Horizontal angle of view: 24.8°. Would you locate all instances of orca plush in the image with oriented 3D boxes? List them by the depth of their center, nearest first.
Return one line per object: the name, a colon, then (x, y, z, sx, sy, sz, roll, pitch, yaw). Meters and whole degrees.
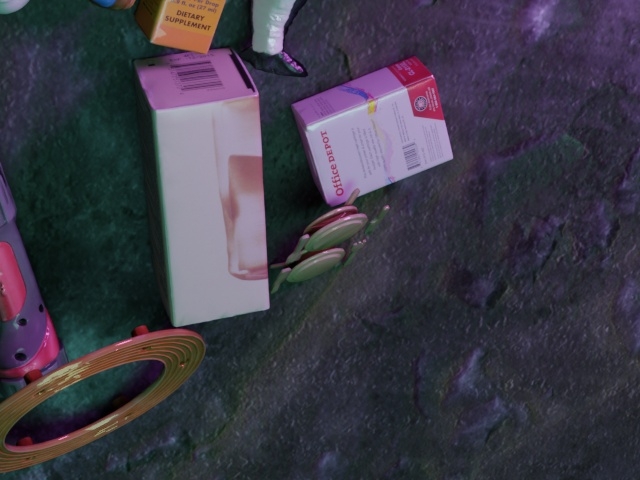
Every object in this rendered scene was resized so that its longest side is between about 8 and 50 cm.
orca plush: (-0.009, -0.327, 1.681, 0.102, 0.151, 0.287, -26, 129, -43)

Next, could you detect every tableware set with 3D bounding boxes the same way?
tableware set: (0.000, 0.000, 1.866, 0.128, 0.039, 0.194, -20, 163, -23)

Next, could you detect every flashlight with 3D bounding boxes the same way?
flashlight: (-0.391, 0.059, 1.771, 0.103, 0.103, 0.304, -17, 125, -6)

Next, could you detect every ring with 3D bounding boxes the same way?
ring: (-0.299, 0.196, 1.826, 0.336, 0.032, 0.336, -26, 162, -9)

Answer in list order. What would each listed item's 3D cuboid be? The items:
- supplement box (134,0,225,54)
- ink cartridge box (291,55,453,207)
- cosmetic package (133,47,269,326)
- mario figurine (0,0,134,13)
supplement box: (-0.135, -0.334, 1.643, 0.078, 0.080, 0.233, 9, 114, -27)
ink cartridge box: (0.065, -0.138, 1.835, 0.175, 0.072, 0.127, -21, 125, -7)
cosmetic package: (-0.142, -0.065, 1.758, 0.129, 0.153, 0.296, -9, 123, -13)
mario figurine: (-0.338, -0.361, 1.552, 0.320, 0.170, 0.198, 15, 77, -38)
